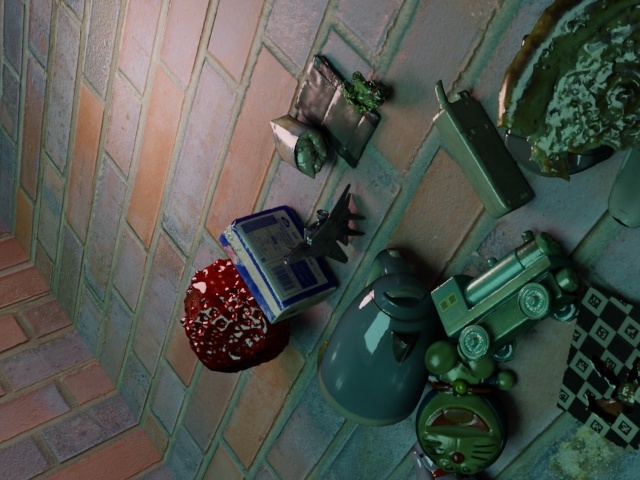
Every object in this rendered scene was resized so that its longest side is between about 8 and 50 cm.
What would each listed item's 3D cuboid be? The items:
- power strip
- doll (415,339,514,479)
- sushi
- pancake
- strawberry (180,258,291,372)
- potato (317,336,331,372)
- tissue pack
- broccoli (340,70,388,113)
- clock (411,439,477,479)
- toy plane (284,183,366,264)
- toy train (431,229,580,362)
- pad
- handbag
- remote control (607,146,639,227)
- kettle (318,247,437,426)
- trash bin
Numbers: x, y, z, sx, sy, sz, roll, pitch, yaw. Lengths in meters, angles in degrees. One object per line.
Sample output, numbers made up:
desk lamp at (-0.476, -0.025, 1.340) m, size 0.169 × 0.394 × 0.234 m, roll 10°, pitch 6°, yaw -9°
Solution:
power strip at (0.298, -0.182, 1.556) m, size 0.288 × 0.093 × 0.053 m, roll 61°, pitch 145°, yaw 9°
doll at (0.309, 0.363, 1.756) m, size 0.198 × 0.186 × 0.322 m, roll 8°, pitch 99°, yaw 15°
sushi at (0.551, 0.236, 1.501) m, size 0.192 × 0.043 × 0.279 m, roll 30°, pitch 124°, yaw 43°
pancake at (0.456, -0.263, 1.236) m, size 0.426 × 0.067 × 0.305 m, roll -16°, pitch 101°, yaw 29°
strawberry at (-0.201, 0.211, 2.225) m, size 0.345 × 0.295 × 0.317 m, roll 1°, pitch 85°, yaw 44°
potato at (0.055, 0.330, 2.131) m, size 0.200 × 0.081 × 0.164 m, roll -29°, pitch 86°, yaw 55°
tissue pack at (-0.112, 0.060, 2.082) m, size 0.137 × 0.209 × 0.270 m, roll -43°, pitch 75°, yaw 41°
broccoli at (0.093, -0.318, 1.746) m, size 0.092 × 0.095 × 0.097 m, roll 54°, pitch -168°, yaw -43°
clock at (0.292, 0.560, 1.902) m, size 0.189 × 0.189 × 0.254 m, roll -54°, pitch 53°, yaw 49°
toy plane at (-0.009, -0.004, 1.881) m, size 0.088 × 0.267 × 0.212 m, roll 24°, pitch 126°, yaw 36°
toy train at (0.359, 0.109, 1.579) m, size 0.298 × 0.120 × 0.194 m, roll -42°, pitch 54°, yaw 35°
pad at (0.032, -0.297, 1.882) m, size 0.233 × 0.022 × 0.174 m, roll 50°, pitch 140°, yaw 21°
handbag at (-0.047, -0.227, 1.950) m, size 0.173 × 0.095 × 0.117 m, roll 38°, pitch 148°, yaw 53°
remote control at (0.541, -0.124, 1.329) m, size 0.097 × 0.045 × 0.256 m, roll 40°, pitch 137°, yaw 32°
kettle at (0.142, 0.191, 1.840) m, size 0.319 × 0.247 × 0.342 m, roll -102°, pitch 20°, yaw -48°
trash bin at (0.413, -0.226, 1.391) m, size 0.176 × 0.101 × 0.236 m, roll 26°, pitch 125°, yaw 43°
